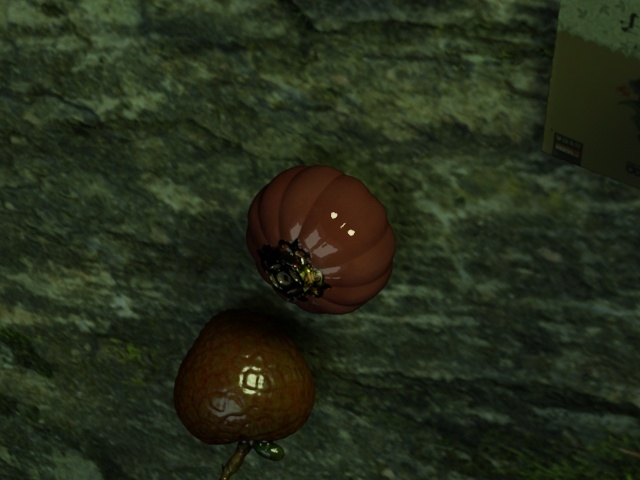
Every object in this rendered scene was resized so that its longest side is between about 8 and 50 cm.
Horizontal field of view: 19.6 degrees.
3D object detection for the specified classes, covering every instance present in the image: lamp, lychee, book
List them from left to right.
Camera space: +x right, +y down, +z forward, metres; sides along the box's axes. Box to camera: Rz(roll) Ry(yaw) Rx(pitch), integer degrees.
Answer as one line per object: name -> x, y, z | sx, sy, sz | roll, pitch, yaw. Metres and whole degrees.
lychee -> -0.063, 0.121, 1.398 | 0.101, 0.114, 0.140 | -122, 34, -60
lamp -> 0.000, 0.000, 1.258 | 0.107, 0.092, 0.107 | 21, 134, 23
book -> 0.200, -0.107, 1.067 | 0.138, 0.016, 0.198 | 23, 136, 21
